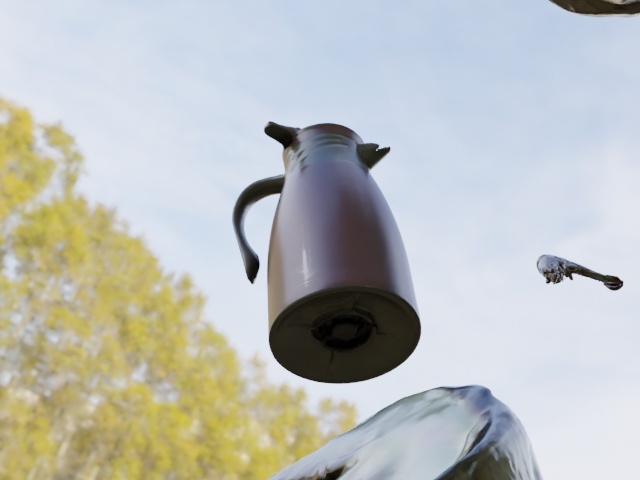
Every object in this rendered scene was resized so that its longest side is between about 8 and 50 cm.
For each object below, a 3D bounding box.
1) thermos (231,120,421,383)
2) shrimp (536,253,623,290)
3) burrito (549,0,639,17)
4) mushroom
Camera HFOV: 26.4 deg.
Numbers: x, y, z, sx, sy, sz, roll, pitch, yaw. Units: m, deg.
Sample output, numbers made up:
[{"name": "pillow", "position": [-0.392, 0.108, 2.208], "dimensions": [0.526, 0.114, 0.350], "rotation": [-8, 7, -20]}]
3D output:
[{"name": "thermos", "position": [0.000, 0.000, 1.374], "dimensions": [0.176, 0.265, 0.146], "rotation": [-14, -43, 6]}, {"name": "shrimp", "position": [0.238, 0.032, 1.258], "dimensions": [0.083, 0.023, 0.114], "rotation": [16, 8, 11]}, {"name": "burrito", "position": [0.187, -0.143, 0.605], "dimensions": [0.082, 0.275, 0.059], "rotation": [42, -42, 40]}, {"name": "mushroom", "position": [0.053, 0.193, 0.786], "dimensions": [0.164, 0.189, 0.267], "rotation": [63, -24, 1]}]
